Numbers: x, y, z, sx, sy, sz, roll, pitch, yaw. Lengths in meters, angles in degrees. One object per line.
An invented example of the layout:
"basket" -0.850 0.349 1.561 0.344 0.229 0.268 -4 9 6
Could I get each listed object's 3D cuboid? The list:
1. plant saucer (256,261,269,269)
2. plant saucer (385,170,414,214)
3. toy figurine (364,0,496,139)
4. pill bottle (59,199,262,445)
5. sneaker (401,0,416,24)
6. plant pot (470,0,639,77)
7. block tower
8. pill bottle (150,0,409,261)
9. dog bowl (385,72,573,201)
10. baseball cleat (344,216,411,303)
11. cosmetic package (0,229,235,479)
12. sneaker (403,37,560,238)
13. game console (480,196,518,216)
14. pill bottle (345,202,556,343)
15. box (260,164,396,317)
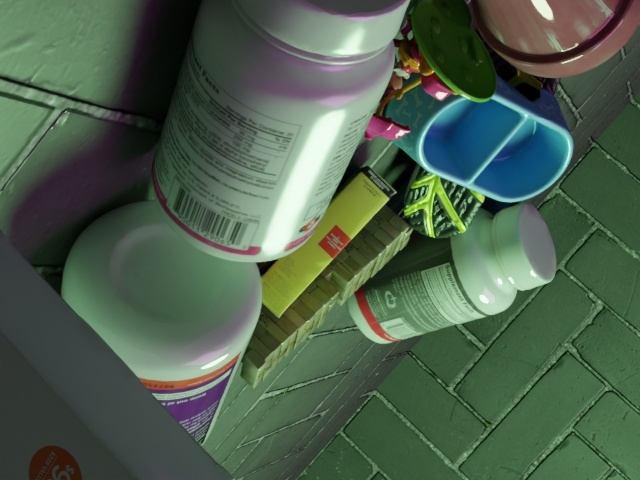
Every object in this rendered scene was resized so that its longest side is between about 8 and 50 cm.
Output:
"plant saucer" -0.071 0.009 1.492 0.083 0.013 0.083 -44 165 -15
"plant saucer" 0.159 -0.099 1.877 0.192 0.018 0.067 -50 166 9
"toy figurine" 0.094 -0.188 1.278 0.130 0.173 0.159 26 136 -34
"pill bottle" -0.174 0.116 1.128 0.181 0.181 0.323 -38 163 -35
"sneaker" 0.092 -0.271 1.094 0.217 0.079 0.121 -34 166 -16
"plant pot" 0.242 -0.300 1.245 0.201 0.201 0.180 -50 151 12
"block tower" -0.009 0.063 1.671 0.335 0.097 0.091 -43 166 -23
"pill bottle" -0.035 -0.124 0.922 0.160 0.160 0.283 -36 163 -39
"dog bowl" 0.222 -0.142 1.524 0.297 0.074 0.166 19 122 -38
"baseball cleat" 0.110 0.039 2.005 0.206 0.072 0.109 -55 160 18
"cosmetic package" -0.280 0.222 0.889 0.377 0.284 0.097 -53 165 22
"sneaker" 0.227 -0.187 1.673 0.385 0.145 0.147 -59 -168 33
"game console" 0.336 -0.189 1.867 0.173 0.250 0.293 -12 152 -19
"pill bottle" 0.208 0.048 1.830 0.318 0.176 0.176 -19 -178 31
"box" 0.000 0.000 1.549 0.232 0.058 0.087 -46 -175 -5
